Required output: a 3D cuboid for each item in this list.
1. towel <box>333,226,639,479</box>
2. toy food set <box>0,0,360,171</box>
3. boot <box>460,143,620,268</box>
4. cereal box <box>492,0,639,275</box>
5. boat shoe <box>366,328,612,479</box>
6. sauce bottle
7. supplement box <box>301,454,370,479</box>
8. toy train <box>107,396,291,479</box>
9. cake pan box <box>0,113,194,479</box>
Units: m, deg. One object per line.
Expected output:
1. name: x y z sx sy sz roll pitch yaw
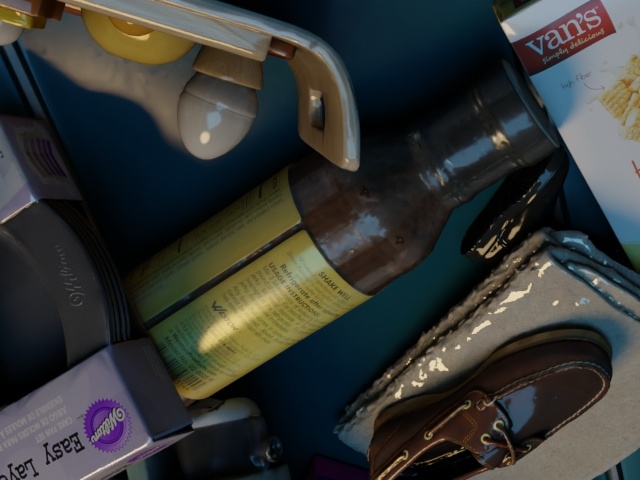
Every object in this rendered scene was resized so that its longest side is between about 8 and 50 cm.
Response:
1. towel: 0.157 0.114 0.865 0.187 0.049 0.282 31 130 -15
2. toy food set: -0.135 -0.107 0.645 0.306 0.220 0.092 15 98 -9
3. boot: 0.170 -0.006 0.817 0.099 0.045 0.121 26 125 -12
4. cereal box: 0.245 -0.097 0.759 0.173 0.047 0.240 -28 117 16
5. boat shoe: 0.119 0.134 0.810 0.073 0.073 0.207 40 126 -22
6. sauce bottle: 0.000 0.000 0.782 0.344 0.111 0.111 -31 116 19
7. supplement box: 0.075 0.283 0.955 0.220 0.111 0.114 18 119 -11
8. toy train: -0.083 0.280 0.860 0.190 0.142 0.334 -16 81 31
9. cake pan box: -0.244 0.078 0.783 0.267 0.070 0.246 -29 83 18
